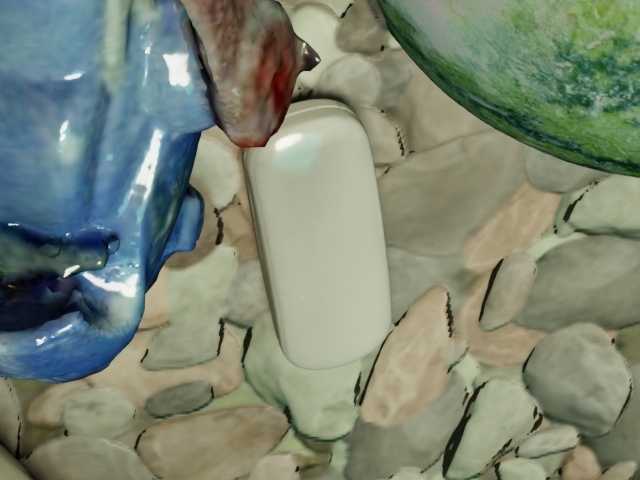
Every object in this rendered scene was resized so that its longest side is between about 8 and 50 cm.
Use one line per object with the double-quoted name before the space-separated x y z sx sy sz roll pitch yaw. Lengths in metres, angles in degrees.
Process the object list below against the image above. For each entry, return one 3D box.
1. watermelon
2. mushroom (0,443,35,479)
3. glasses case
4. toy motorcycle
"watermelon" 0.132 -0.115 0.857 0.260 0.176 0.256 -2 167 -21
"mushroom" -0.141 0.184 1.023 0.109 0.097 0.351 -39 128 12
"glasses case" 0.000 0.000 0.959 0.063 0.041 0.164 -18 131 -9
"toy motorcycle" -0.131 -0.062 0.762 0.241 0.182 0.319 -33 138 -31
